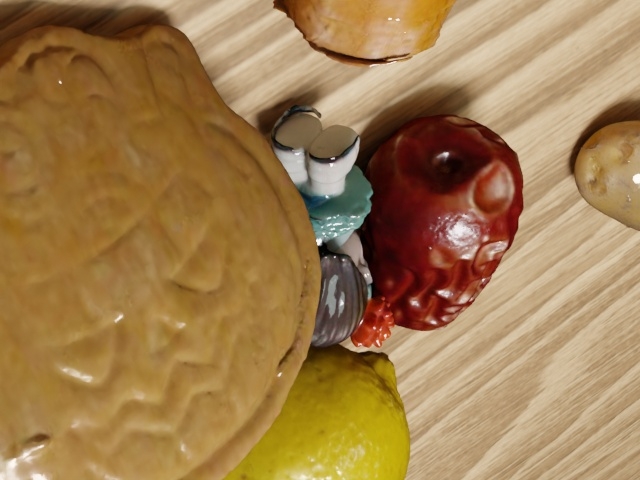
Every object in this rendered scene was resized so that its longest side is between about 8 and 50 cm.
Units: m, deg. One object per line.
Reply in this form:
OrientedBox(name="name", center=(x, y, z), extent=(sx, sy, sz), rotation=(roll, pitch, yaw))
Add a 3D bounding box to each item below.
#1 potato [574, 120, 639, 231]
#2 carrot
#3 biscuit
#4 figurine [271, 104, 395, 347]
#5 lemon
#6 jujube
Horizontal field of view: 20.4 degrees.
OrientedBox(name="potato", center=(0.346, -0.068, 1.885), extent=(0.178, 0.118, 0.109), rotation=(22, 76, -39))
OrientedBox(name="carrot", center=(0.040, -0.257, 1.317), extent=(0.196, 0.196, 0.254), rotation=(-17, 143, -31))
OrientedBox(name="biscuit", center=(-0.153, 0.023, 1.316), extent=(0.385, 0.062, 0.365), rotation=(-45, 114, -39))
OrientedBox(name="figurine", center=(0.000, 0.000, 1.598), extent=(0.110, 0.138, 0.245), rotation=(-54, 156, -39))
OrientedBox(name="lemon", center=(-0.041, 0.211, 1.704), extent=(0.263, 0.236, 0.236), rotation=(-10, 139, -7))
OrientedBox(name="jujube", center=(0.106, -0.012, 1.681), extent=(0.155, 0.155, 0.230), rotation=(-22, 151, -27))
